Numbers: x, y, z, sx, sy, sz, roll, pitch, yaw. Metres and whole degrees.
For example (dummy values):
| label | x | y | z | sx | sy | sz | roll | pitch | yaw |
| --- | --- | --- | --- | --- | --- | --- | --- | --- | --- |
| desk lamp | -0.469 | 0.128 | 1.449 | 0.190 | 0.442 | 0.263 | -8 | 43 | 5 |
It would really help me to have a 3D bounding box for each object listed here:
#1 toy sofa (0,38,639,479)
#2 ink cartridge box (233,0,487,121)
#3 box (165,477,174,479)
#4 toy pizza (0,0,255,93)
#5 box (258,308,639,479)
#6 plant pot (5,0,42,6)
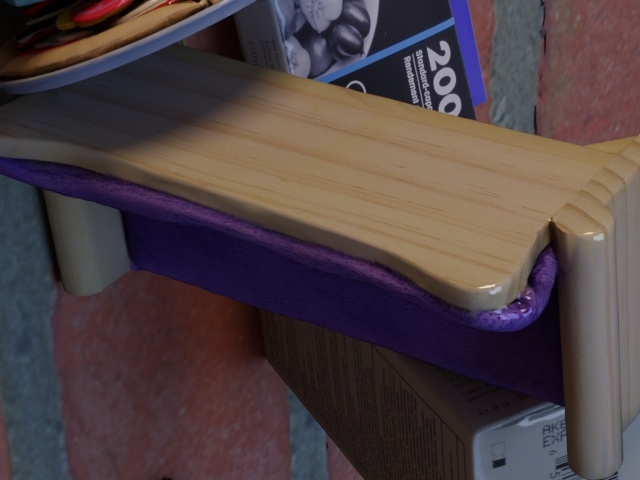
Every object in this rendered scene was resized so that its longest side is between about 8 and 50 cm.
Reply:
| label | x | y | z | sx | sy | sz | roll | pitch | yaw |
| --- | --- | --- | --- | --- | --- | --- | --- | --- | --- |
| toy sofa | 0.000 | 0.000 | 0.948 | 0.177 | 0.362 | 0.150 | -41 | 136 | -40 |
| ink cartridge box | 0.035 | -0.150 | 1.136 | 0.208 | 0.045 | 0.206 | -29 | 113 | -40 |
| box | -0.105 | 0.202 | 1.166 | 0.083 | 0.062 | 0.052 | -29 | 130 | -38 |
| toy pizza | -0.082 | -0.132 | 0.926 | 0.201 | 0.201 | 0.032 | -37 | 111 | -33 |
| box | 0.072 | 0.073 | 1.098 | 0.121 | 0.311 | 0.148 | -18 | 124 | -18 |
| plant pot | -0.103 | -0.230 | 0.876 | 0.234 | 0.166 | 0.165 | -42 | 136 | -20 |
